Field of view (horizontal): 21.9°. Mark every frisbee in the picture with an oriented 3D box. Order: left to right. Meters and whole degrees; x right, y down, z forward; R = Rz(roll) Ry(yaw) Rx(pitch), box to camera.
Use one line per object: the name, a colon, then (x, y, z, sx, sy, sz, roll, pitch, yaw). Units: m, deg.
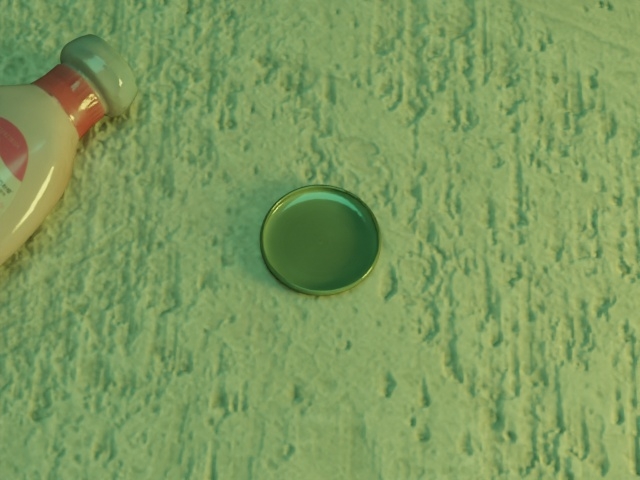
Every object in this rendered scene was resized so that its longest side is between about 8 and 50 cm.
frisbee: (0.000, 0.000, 1.487, 0.110, 0.014, 0.110, 1, 64, -2)

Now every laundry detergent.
laundry detergent: (-0.307, -0.057, 1.472, 0.159, 0.088, 0.335, 40, 70, 17)
